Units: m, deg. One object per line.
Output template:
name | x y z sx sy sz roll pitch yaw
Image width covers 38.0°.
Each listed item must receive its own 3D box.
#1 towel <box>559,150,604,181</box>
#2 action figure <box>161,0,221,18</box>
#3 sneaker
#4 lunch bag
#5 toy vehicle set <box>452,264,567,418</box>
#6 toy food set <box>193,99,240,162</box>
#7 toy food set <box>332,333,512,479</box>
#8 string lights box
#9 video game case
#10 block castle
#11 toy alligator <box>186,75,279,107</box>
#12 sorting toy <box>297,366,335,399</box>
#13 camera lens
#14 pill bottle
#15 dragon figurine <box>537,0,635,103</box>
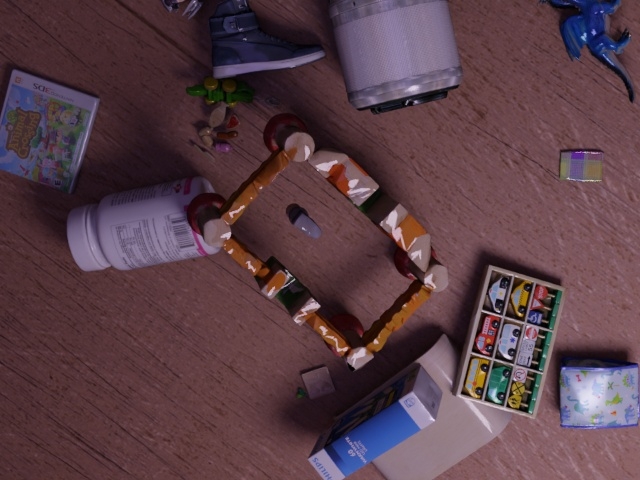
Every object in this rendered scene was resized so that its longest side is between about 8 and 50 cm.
towel | 0.511 -0.145 1.816 0.083 0.009 0.060 2 100 8
action figure | -0.294 -0.557 1.820 0.285 0.099 0.185 32 95 -3
sneaker | -0.107 -0.409 1.805 0.226 0.086 0.163 -8 100 -5
lunch bag | 0.551 0.301 1.837 0.151 0.096 0.129 -1 99 18
toy vehicle set | 0.372 0.198 1.825 0.166 0.035 0.267 15 85 -5
toy food set | -0.202 -0.219 1.886 0.078 0.019 0.122 40 116 -5
toy food set | 0.204 0.362 1.907 0.306 0.092 0.220 -40 92 20
string lights box | 0.109 0.362 1.810 0.259 0.133 0.077 -37 93 19
video game case | -0.579 -0.228 1.942 0.193 0.023 0.212 20 101 4
block castle | 0.000 0.000 1.777 0.453 0.213 0.303 43 93 -18
toy alligator | -0.173 -0.303 1.866 0.189 0.056 0.051 6 57 1
sorting toy | -0.016 0.303 1.955 0.083 0.012 0.062 -19 101 7
camera lens | 0.136 -0.383 1.722 0.219 0.219 0.274 -12 97 9
pill bottle | -0.352 -0.028 1.874 0.283 0.160 0.160 -10 97 9
dragon figurine | 0.498 -0.384 1.741 0.144 0.085 0.289 -14 96 10
